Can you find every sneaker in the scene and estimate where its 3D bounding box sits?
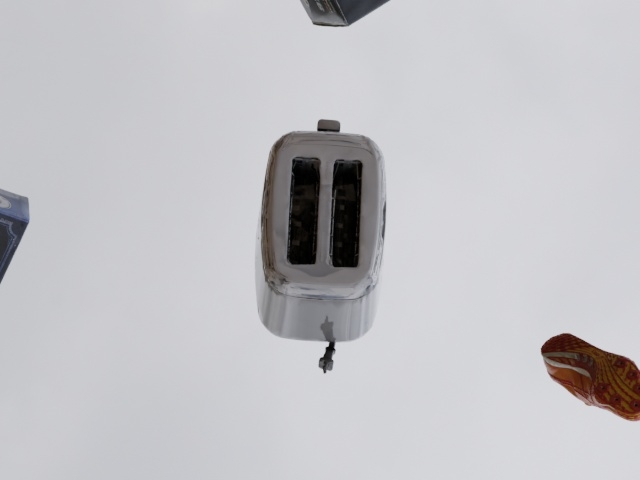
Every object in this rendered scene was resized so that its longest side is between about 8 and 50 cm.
[{"bbox_3d":[0.315,0.159,2.098,0.064,0.067,0.175,-34,-147,-12],"label":"sneaker"}]

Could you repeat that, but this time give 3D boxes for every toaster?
[{"bbox_3d":[0.000,0.000,1.816,0.146,0.129,0.227,94,0,-69],"label":"toaster"}]

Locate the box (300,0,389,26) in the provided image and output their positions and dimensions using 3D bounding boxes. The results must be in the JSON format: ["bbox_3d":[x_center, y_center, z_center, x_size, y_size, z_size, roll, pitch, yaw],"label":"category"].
[{"bbox_3d":[0.025,-0.237,0.879,0.175,0.220,0.051,-34,-161,-15],"label":"box"}]

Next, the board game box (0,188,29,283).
[{"bbox_3d":[-0.360,0.003,1.399,0.165,0.243,0.042,-62,-159,22],"label":"board game box"}]
